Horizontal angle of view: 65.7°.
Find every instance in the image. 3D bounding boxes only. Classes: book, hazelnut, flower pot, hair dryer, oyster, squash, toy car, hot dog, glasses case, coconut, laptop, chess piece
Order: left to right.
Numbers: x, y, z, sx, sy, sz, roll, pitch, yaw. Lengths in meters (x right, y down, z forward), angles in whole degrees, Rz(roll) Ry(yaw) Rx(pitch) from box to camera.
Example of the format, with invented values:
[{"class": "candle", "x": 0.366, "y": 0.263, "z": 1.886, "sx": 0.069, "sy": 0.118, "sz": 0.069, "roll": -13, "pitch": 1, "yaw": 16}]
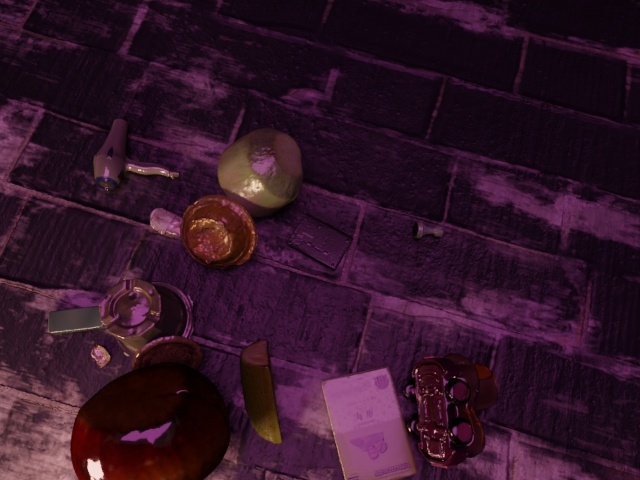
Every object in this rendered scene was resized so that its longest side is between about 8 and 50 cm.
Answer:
[{"class": "glasses case", "x": -0.832, "y": 0.273, "z": 1.704, "sx": 0.184, "sy": 0.039, "sz": 0.077, "roll": -6, "pitch": 73, "yaw": -5}, {"class": "oyster", "x": -0.745, "y": 0.387, "z": 1.682, "sx": 0.054, "sy": 0.019, "sz": 0.083, "roll": -34, "pitch": 78, "yaw": -11}, {"class": "hair dryer", "x": -0.719, "y": -0.341, "z": 1.898, "sx": 0.299, "sy": 0.119, "sz": 0.295, "roll": -11, "pitch": 68, "yaw": -23}, {"class": "flower pot", "x": -0.570, "y": 0.240, "z": 1.613, "sx": 0.291, "sy": 0.259, "sz": 0.290, "roll": 1, "pitch": 70, "yaw": -2}, {"class": "hazelnut", "x": -0.492, "y": 0.553, "z": 1.451, "sx": 0.430, "sy": 0.402, "sz": 0.401, "roll": -22, "pitch": 74, "yaw": -20}, {"class": "hot dog", "x": -0.536, "y": -0.056, "z": 1.821, "sx": 0.192, "sy": 0.053, "sz": 0.099, "roll": 22, "pitch": 73, "yaw": 2}, {"class": "coconut", "x": -0.222, "y": -0.240, "z": 1.788, "sx": 0.328, "sy": 0.328, "sz": 0.281, "roll": 53, "pitch": 34, "yaw": 13}, {"class": "squash", "x": -0.204, "y": 0.507, "z": 1.661, "sx": 0.111, "sy": 0.203, "sz": 0.288, "roll": -9, "pitch": 108, "yaw": -6}, {"class": "laptop", "x": 0.000, "y": 0.000, "z": 1.839, "sx": 0.207, "sy": 0.026, "sz": 0.153, "roll": 30, "pitch": 74, "yaw": 8}, {"class": "book", "x": 0.157, "y": 0.609, "z": 1.632, "sx": 0.240, "sy": 0.035, "sz": 0.351, "roll": -14, "pitch": 72, "yaw": -2}, {"class": "chess piece", "x": 0.403, "y": -0.037, "z": 1.853, "sx": 0.103, "sy": 0.067, "sz": 0.067, "roll": 4, "pitch": 71, "yaw": -10}, {"class": "toy car", "x": 0.434, "y": 0.534, "z": 1.585, "sx": 0.241, "sy": 0.271, "sz": 0.340, "roll": 6, "pitch": 73, "yaw": -22}]

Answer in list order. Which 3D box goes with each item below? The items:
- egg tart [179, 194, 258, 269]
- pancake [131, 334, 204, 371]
[{"class": "egg tart", "x": -0.360, "y": -0.014, "z": 1.712, "sx": 0.291, "sy": 0.115, "sz": 0.289, "roll": 5, "pitch": 113, "yaw": 11}, {"class": "pancake", "x": -0.488, "y": 0.386, "z": 1.596, "sx": 0.212, "sy": 0.235, "sz": 0.029, "roll": -49, "pitch": 42, "yaw": 15}]
